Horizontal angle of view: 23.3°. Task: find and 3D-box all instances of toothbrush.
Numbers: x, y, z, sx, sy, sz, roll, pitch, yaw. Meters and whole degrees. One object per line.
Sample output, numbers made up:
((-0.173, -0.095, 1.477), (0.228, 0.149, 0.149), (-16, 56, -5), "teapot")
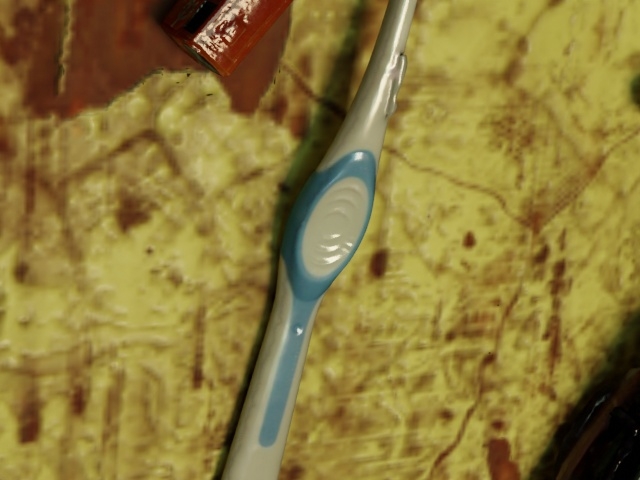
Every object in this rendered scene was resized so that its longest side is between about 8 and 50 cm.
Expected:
((0.002, 0.002, 0.698), (0.040, 0.040, 0.386), (8, 106, -27), "toothbrush")

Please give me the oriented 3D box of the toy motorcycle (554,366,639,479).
((0.256, 0.083, 0.795), (0.207, 0.134, 0.401), (26, 98, -31), "toy motorcycle")

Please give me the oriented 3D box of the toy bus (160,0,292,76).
((-0.018, -0.118, 0.640), (0.031, 0.043, 0.110), (40, 89, -31), "toy bus")
